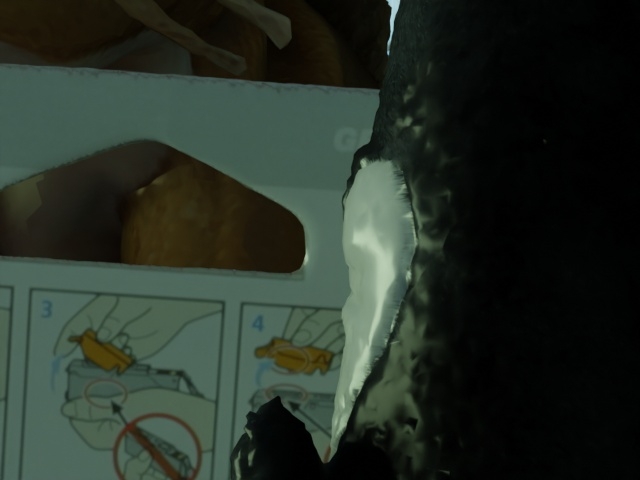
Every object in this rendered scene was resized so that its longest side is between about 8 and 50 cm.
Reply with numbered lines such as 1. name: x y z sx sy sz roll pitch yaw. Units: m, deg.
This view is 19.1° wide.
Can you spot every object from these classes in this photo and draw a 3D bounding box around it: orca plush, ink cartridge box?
1. orca plush: 0.074 0.016 0.375 0.151 0.102 0.287 31 -116 -43
2. ink cartridge box: -0.052 0.076 0.490 0.060 0.275 0.239 -127 41 -84

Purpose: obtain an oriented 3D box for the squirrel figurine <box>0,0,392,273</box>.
1. squirrel figurine: -0.073 -0.088 0.645 0.397 0.281 0.370 -73 -21 -44
